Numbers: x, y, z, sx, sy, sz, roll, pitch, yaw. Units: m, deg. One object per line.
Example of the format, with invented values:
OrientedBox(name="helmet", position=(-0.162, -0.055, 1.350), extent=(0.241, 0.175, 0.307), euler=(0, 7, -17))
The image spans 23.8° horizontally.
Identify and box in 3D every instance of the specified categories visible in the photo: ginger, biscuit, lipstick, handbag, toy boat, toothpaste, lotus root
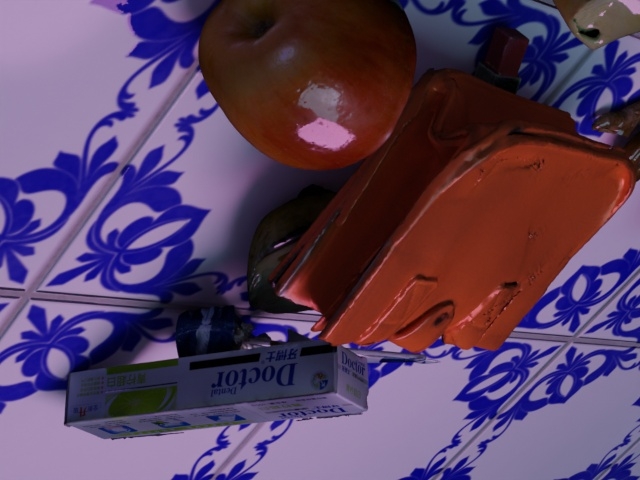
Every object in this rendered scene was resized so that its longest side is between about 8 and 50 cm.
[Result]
OrientedBox(name="ginger", position=(0.366, -0.141, 1.834), extent=(0.097, 0.030, 0.048), euler=(-21, 149, -25))
OrientedBox(name="biscuit", position=(0.416, -0.127, 1.875), extent=(0.124, 0.026, 0.175), euler=(-19, 148, -51))
OrientedBox(name="lipstick", position=(0.176, -0.118, 1.682), extent=(0.051, 0.051, 0.312), euler=(-18, 143, -27))
OrientedBox(name="handbag", position=(0.154, -0.014, 1.608), extent=(0.303, 0.116, 0.410), euler=(-54, 152, 16))
OrientedBox(name="toy boat", position=(-0.011, 0.115, 1.705), extent=(0.291, 0.067, 0.220), euler=(1, 167, 2))
OrientedBox(name="toothpaste", position=(-0.115, 0.164, 1.646), extent=(0.336, 0.067, 0.081), euler=(-10, 158, 25))
OrientedBox(name="lotus root", position=(-0.004, 0.000, 1.664), extent=(0.203, 0.078, 0.183), euler=(-5, 146, -35))

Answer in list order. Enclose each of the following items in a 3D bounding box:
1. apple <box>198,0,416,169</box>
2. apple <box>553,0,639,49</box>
OrientedBox(name="apple", position=(-0.015, -0.158, 1.348), extent=(0.199, 0.199, 0.199), euler=(-23, 147, -16))
OrientedBox(name="apple", position=(0.298, -0.292, 1.429), extent=(0.188, 0.174, 0.207), euler=(-22, -163, 19))
